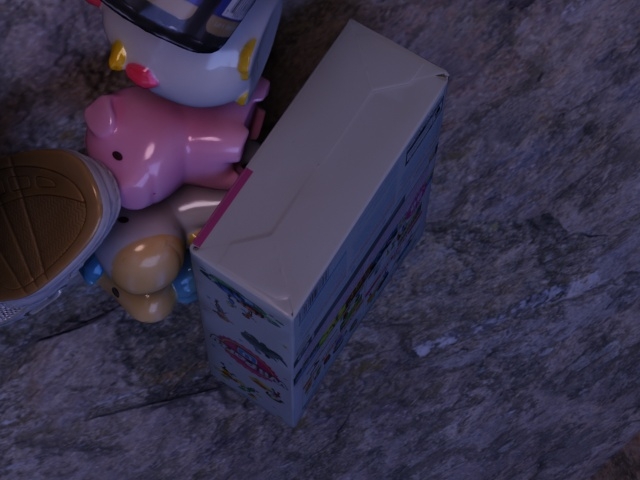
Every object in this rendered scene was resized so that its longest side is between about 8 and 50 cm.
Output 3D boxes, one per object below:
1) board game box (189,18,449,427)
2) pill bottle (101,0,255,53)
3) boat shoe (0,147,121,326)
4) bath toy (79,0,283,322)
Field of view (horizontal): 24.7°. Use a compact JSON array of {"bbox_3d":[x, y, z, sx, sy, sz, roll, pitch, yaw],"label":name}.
[{"bbox_3d":[0.000,0.000,1.167,0.224,0.098,0.303,-55,167,-19],"label":"board game box"},{"bbox_3d":[-0.048,-0.225,0.826,0.219,0.123,0.123,-53,148,14],"label":"pill bottle"},{"bbox_3d":[-0.221,0.004,1.077,0.096,0.098,0.277,-11,168,-47],"label":"boat shoe"},{"bbox_3d":[-0.115,-0.071,1.057,0.348,0.129,0.151,105,6,-57],"label":"bath toy"}]
